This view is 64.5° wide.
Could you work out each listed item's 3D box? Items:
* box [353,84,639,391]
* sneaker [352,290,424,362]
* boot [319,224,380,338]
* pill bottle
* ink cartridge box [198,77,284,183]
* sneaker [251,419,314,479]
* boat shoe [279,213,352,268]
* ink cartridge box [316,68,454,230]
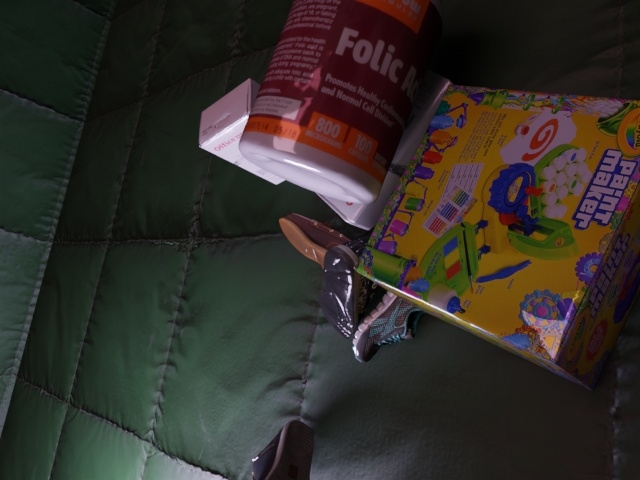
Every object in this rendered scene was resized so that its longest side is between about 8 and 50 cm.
[{"bbox_3d":[0.249,-0.017,0.645,0.279,0.177,0.290,24,84,45],"label":"box"},{"bbox_3d":[0.117,0.141,0.822,0.076,0.065,0.167,44,108,38],"label":"sneaker"},{"bbox_3d":[0.089,0.055,0.851,0.178,0.236,0.085,-35,60,-25],"label":"boot"},{"bbox_3d":[0.048,-0.271,0.755,0.224,0.224,0.392,19,88,45],"label":"pill bottle"},{"bbox_3d":[-0.119,-0.217,1.054,0.158,0.217,0.092,-21,62,36],"label":"ink cartridge box"},{"bbox_3d":[-0.079,0.419,0.847,0.118,0.083,0.222,-50,7,29],"label":"sneaker"},{"bbox_3d":[0.000,0.000,0.981,0.073,0.073,0.207,-35,47,-19],"label":"boat shoe"},{"bbox_3d":[0.108,-0.172,0.900,0.273,0.114,0.197,-55,47,12],"label":"ink cartridge box"}]
